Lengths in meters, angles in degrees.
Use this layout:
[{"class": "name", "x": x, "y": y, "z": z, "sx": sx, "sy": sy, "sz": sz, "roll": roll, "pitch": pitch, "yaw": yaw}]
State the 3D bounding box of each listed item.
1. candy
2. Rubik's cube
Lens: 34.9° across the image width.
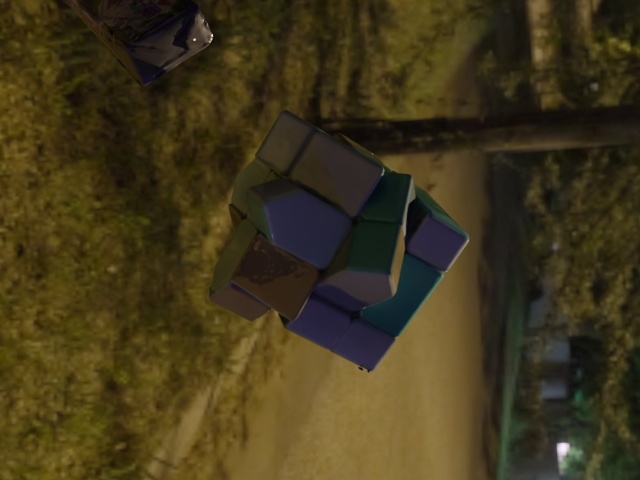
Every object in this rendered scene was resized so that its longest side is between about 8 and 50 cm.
[{"class": "candy", "x": -0.220, "y": -0.264, "z": 1.063, "sx": 0.312, "sy": 0.088, "sz": 0.061, "roll": 45, "pitch": -12, "yaw": 43}, {"class": "Rubik's cube", "x": 0.000, "y": 0.000, "z": 1.056, "sx": 0.213, "sy": 0.224, "sz": 0.265, "roll": 30, "pitch": 11, "yaw": -25}]
